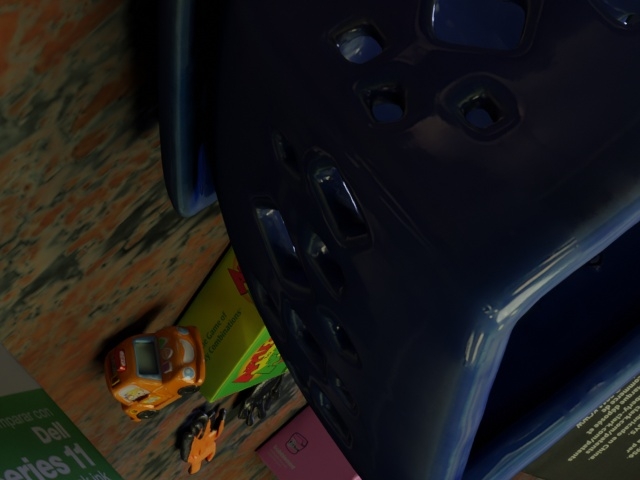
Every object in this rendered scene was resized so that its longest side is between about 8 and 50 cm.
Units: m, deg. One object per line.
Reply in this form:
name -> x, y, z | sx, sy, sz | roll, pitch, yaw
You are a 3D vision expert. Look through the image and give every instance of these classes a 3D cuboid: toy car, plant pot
toy car -> -0.091, 0.101, 0.990 | 0.060, 0.122, 0.040 | -12, 157, 43
plant pot -> 0.065, -0.060, 0.756 | 0.236, 0.212, 0.236 | -36, 161, -19

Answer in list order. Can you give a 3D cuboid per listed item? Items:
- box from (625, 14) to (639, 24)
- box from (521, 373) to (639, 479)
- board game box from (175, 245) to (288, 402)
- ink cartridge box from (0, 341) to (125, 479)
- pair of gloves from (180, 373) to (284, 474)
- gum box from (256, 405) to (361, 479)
box -> 0.185, -0.117, 1.082 | 0.102, 0.087, 0.101 | -24, 154, -46
box -> 0.193, 0.044, 1.045 | 0.143, 0.165, 0.270 | -45, 139, 20
board game box -> 0.000, 0.000, 1.032 | 0.092, 0.043, 0.181 | -17, 149, -53
ink cartridge box -> -0.171, 0.056, 0.532 | 0.153, 0.208, 0.087 | -49, 164, 22
pair of gloves -> -0.054, 0.105, 1.214 | 0.083, 0.010, 0.074 | -38, 161, -23
gum box -> 0.029, 0.153, 1.415 | 0.107, 0.062, 0.188 | -41, 162, -4
